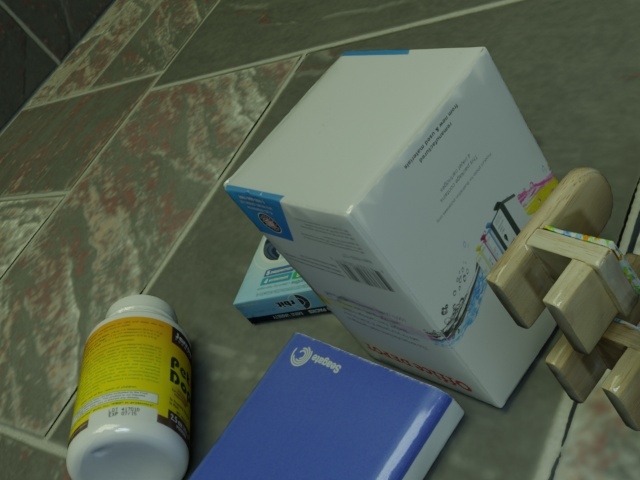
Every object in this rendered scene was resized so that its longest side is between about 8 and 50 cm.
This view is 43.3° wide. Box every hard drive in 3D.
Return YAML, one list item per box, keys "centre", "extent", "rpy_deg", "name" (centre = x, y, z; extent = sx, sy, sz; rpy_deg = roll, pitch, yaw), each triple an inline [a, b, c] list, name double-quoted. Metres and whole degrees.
- centre: [-0.045, 0.235, 0.675]
  extent: [0.210, 0.040, 0.319]
  rpy_deg: [13, 61, 52]
  name: "hard drive"

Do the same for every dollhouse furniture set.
- centre: [0.251, 0.054, 0.402]
  extent: [0.161, 0.242, 0.212]
  rpy_deg: [-49, 34, -13]
  name: "dollhouse furniture set"

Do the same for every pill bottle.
- centre: [-0.195, 0.156, 0.849]
  extent: [0.117, 0.117, 0.215]
  rpy_deg: [-31, 35, 15]
  name: "pill bottle"

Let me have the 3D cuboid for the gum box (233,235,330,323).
- centre: [0.000, 0.000, 0.902]
  extent: [0.156, 0.041, 0.184]
  rpy_deg: [-12, 42, 37]
  name: "gum box"

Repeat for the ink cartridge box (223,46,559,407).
- centre: [0.080, -0.013, 0.662]
  extent: [0.168, 0.233, 0.171]
  rpy_deg: [-50, 34, -18]
  name: "ink cartridge box"

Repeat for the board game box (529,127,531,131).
- centre: [0.097, -0.128, 0.921]
  extent: [0.145, 0.027, 0.281]
  rpy_deg: [-23, 30, -14]
  name: "board game box"
